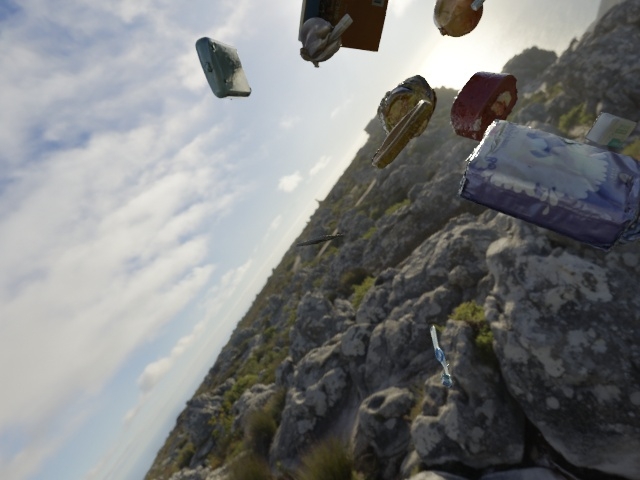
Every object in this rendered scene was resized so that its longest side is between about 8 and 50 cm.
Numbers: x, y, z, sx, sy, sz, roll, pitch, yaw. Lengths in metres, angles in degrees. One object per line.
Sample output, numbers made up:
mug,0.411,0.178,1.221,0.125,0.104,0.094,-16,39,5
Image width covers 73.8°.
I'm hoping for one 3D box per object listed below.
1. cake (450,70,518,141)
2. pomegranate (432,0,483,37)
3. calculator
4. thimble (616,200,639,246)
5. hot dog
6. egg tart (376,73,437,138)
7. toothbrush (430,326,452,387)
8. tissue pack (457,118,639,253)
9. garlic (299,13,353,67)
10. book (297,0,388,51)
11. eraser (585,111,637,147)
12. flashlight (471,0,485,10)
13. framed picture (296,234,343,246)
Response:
cake,0.616,-0.512,1.609,0.283,0.151,0.177,-56,-38,-1
pomegranate,0.509,-0.859,1.595,0.191,0.191,0.191,-54,4,5
calculator,-0.235,-0.420,1.053,0.045,0.141,0.246,-16,16,13
thimble,0.753,-0.098,1.130,0.205,0.236,0.172,-46,3,14
hot dog,0.295,-0.376,1.538,0.289,0.068,0.083,-49,32,22
egg tart,0.357,-0.576,1.853,0.132,0.297,0.297,-4,-36,-42
toothbrush,0.466,0.441,1.653,0.040,0.040,0.386,-53,5,20
tissue pack,0.518,-0.140,0.975,0.242,0.344,0.125,-49,-27,-35
garlic,0.017,-0.658,1.356,0.194,0.131,0.127,-29,50,46
book,0.094,-0.825,1.509,0.374,0.028,0.262,-11,-55,-35
eraser,0.988,-0.372,1.446,0.225,0.052,0.095,-6,-51,-38
flashlight,0.446,-0.663,1.154,0.083,0.018,0.018,-46,-39,7
framed picture,0.000,0.000,1.452,0.109,0.011,0.149,-17,-6,28
